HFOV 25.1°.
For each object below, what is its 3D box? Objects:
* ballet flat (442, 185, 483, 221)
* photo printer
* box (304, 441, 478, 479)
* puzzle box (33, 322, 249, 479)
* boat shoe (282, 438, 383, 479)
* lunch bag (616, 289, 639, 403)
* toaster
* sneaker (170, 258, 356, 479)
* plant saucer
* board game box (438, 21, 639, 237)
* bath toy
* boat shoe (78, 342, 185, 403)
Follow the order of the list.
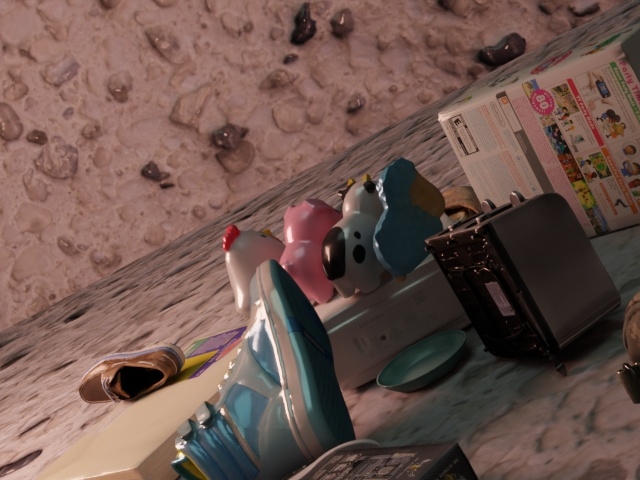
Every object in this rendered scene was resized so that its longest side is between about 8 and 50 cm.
[{"bbox_3d":[0.106,0.015,2.096,0.316,0.108,0.106,-30,19,7],"label":"ballet flat"},{"bbox_3d":[0.093,0.065,1.893,0.256,0.107,0.307,-30,12,3],"label":"photo printer"},{"bbox_3d":[0.012,0.276,1.325,0.232,0.059,0.183,-38,14,-37],"label":"box"},{"bbox_3d":[-0.199,0.237,2.024,0.272,0.052,0.409,-19,16,44],"label":"puzzle box"},{"bbox_3d":[0.004,0.245,1.506,0.142,0.049,0.040,-30,11,10],"label":"boat shoe"},{"bbox_3d":[0.382,0.045,1.012,0.305,0.213,0.256,-31,12,-6],"label":"lunch bag"},{"bbox_3d":[0.219,0.043,1.552,0.110,0.186,0.168,-31,4,-17],"label":"toaster"},{"bbox_3d":[-0.090,0.169,1.659,0.208,0.127,0.319,-31,37,12],"label":"sneaker"},{"bbox_3d":[0.123,0.146,1.693,0.119,0.021,0.119,-29,12,7],"label":"plant saucer"},{"bbox_3d":[0.327,-0.122,1.829,0.303,0.224,0.097,-17,15,46],"label":"board game box"},{"bbox_3d":[0.000,0.000,1.816,0.348,0.129,0.151,-20,18,46],"label":"bath toy"},{"bbox_3d":[-0.288,0.201,2.102,0.183,0.066,0.066,-25,14,25],"label":"boat shoe"}]
